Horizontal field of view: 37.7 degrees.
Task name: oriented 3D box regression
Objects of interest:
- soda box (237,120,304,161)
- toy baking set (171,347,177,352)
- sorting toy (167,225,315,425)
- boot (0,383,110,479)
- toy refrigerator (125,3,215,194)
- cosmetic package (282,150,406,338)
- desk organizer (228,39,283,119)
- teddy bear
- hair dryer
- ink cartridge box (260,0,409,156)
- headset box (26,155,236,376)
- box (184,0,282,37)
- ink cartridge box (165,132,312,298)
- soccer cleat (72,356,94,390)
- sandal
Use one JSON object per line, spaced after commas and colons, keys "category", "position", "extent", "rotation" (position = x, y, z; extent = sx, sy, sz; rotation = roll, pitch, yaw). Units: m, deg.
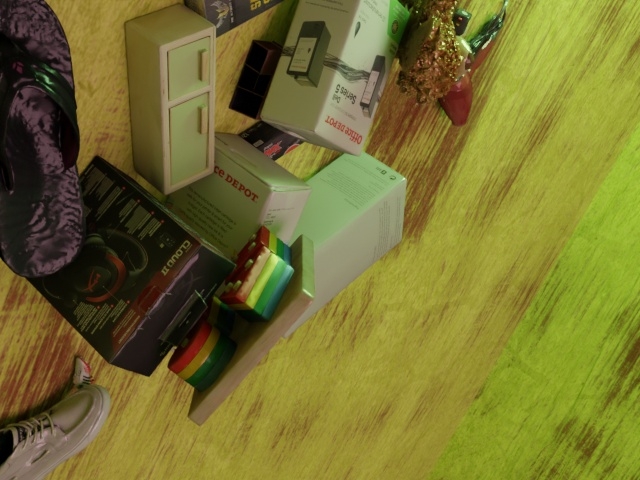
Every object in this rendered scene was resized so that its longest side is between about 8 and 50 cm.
{"category": "soda box", "position": [-0.069, -0.195, 1.689], "extent": [0.169, 0.053, 0.060], "rotation": [-35, 146, -27]}
{"category": "toy baking set", "position": [-0.257, 0.130, 1.798], "extent": [0.256, 0.030, 0.196], "rotation": [-43, 149, -16]}
{"category": "sorting toy", "position": [-0.124, 0.107, 1.407], "extent": [0.257, 0.089, 0.255], "rotation": [-48, -167, 13]}
{"category": "boot", "position": [-0.489, 0.343, 1.630], "extent": [0.258, 0.095, 0.123], "rotation": [-46, 151, -1]}
{"category": "toy refrigerator", "position": [-0.222, -0.208, 1.421], "extent": [0.102, 0.094, 0.269], "rotation": [-30, 143, -34]}
{"category": "cosmetic package", "position": [0.000, 0.000, 1.878], "extent": [0.366, 0.155, 0.197], "rotation": [-36, 147, -30]}
{"category": "desk organizer", "position": [-0.103, -0.268, 1.571], "extent": [0.050, 0.047, 0.130], "rotation": [-7, 127, -49]}
{"category": "teddy bear", "position": [0.197, -0.362, 1.675], "extent": [0.113, 0.338, 0.245], "rotation": [20, 100, -15]}
{"category": "hair dryer", "position": [0.333, -0.373, 2.032], "extent": [0.224, 0.080, 0.293], "rotation": [-22, 139, -43]}
{"category": "ink cartridge box", "position": [0.028, -0.298, 1.575], "extent": [0.198, 0.115, 0.272], "rotation": [16, 93, -64]}
{"category": "headset box", "position": [-0.287, 0.045, 1.401], "extent": [0.218, 0.293, 0.110], "rotation": [-53, 150, -1]}
{"category": "box", "position": [-0.121, -0.430, 1.361], "extent": [0.183, 0.056, 0.231], "rotation": [-36, 146, -27]}
{"category": "ink cartridge box", "position": [-0.163, -0.019, 1.596], "extent": [0.117, 0.201, 0.278], "rotation": [-7, 127, -54]}
{"category": "soccer cleat", "position": [-0.430, 0.240, 1.678], "extent": [0.036, 0.029, 0.083], "rotation": [-40, 153, -29]}
{"category": "sandal", "position": [-0.375, -0.137, 1.227], "extent": [0.168, 0.107, 0.445], "rotation": [-28, 132, -30]}
